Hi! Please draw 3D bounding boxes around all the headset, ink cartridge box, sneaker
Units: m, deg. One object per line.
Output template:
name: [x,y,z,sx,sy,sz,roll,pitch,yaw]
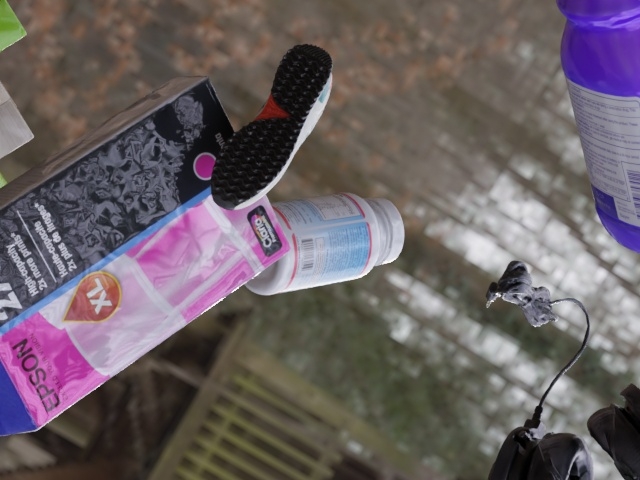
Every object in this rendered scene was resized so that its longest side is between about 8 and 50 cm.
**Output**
headset: [0.259,0.214,1.894,0.243,0.185,0.394,-22,-120,14]
ink cartridge box: [-0.207,0.027,1.610,0.371,0.175,0.069,-35,-159,-25]
sneaker: [-0.036,-0.086,1.653,0.161,0.057,0.075,-60,164,-14]

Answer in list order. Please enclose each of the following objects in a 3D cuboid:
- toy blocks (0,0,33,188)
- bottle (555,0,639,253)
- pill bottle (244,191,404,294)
toy blocks: [-0.428,-0.233,1.977,0.191,0.381,0.261,-33,-152,-5]
bottle: [0.238,-0.126,1.467,0.092,0.283,0.118,-28,-152,-20]
pill bottle: [0.000,0.000,1.867,0.160,0.087,0.087,-9,149,-39]
